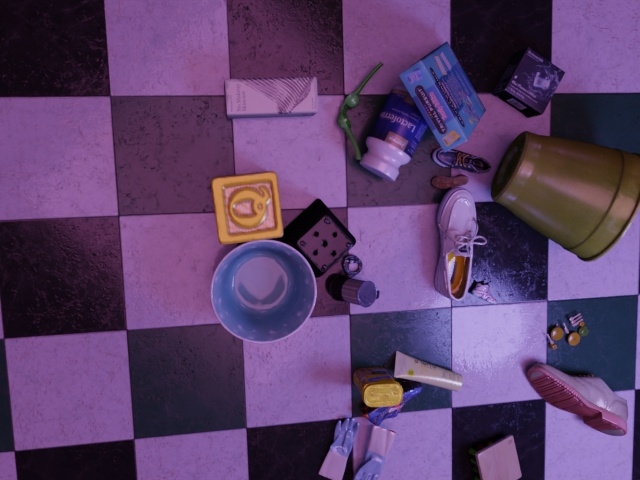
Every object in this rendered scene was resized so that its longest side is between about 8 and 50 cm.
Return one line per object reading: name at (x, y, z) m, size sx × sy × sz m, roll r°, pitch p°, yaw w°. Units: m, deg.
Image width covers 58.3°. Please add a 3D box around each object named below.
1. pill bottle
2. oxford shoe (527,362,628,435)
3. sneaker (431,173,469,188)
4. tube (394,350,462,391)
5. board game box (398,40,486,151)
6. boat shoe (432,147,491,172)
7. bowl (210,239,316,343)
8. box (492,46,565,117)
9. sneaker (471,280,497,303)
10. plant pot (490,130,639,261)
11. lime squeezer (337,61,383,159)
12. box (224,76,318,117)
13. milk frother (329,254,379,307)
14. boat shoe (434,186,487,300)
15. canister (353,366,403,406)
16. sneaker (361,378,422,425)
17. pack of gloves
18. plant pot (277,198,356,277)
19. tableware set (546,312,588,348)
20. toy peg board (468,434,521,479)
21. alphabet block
pill bottle at (0.233, -0.327, 1.771) m, size 0.153 × 0.153 × 0.265 m, roll 26°, pitch 92°, yaw -11°
oxford shoe at (0.901, 0.526, 2.010) m, size 0.397 × 0.140 × 0.147 m, roll 34°, pitch 59°, yaw -7°
sneaker at (0.428, -0.194, 1.880) m, size 0.118 × 0.067 × 0.042 m, roll 0°, pitch 100°, yaw 21°
tube at (0.358, 0.446, 1.922) m, size 0.240 × 0.070 × 0.062 m, roll 19°, pitch 103°, yaw -10°
board game box at (0.372, -0.435, 1.705) m, size 0.079 × 0.336 × 0.254 m, roll -27°, pitch 102°, yaw 34°
boat shoe at (0.458, -0.260, 1.851) m, size 0.183 × 0.083 × 0.065 m, roll 13°, pitch 94°, yaw -11°
bowl at (-0.177, 0.140, 1.747) m, size 0.311 × 0.163 × 0.312 m, roll -1°, pitch 98°, yaw -10°
box at (0.672, -0.509, 1.856) m, size 0.155 × 0.093 × 0.158 m, roll 29°, pitch 90°, yaw -11°
sneaker at (0.567, 0.170, 1.939) m, size 0.098 × 0.038 × 0.069 m, roll 25°, pitch 92°, yaw -12°
plant pot at (0.745, -0.169, 1.798) m, size 0.352 × 0.366 × 0.367 m, roll 23°, pitch 92°, yaw 0°
lime squeezer at (0.108, -0.406, 1.770) m, size 0.058 × 0.109 × 0.311 m, roll 17°, pitch 85°, yaw -45°
box at (-0.149, -0.429, 1.725) m, size 0.274 × 0.094 × 0.113 m, roll -5°, pitch 97°, yaw -9°
milk frother at (0.116, 0.126, 1.809) m, size 0.129 × 0.134 × 0.143 m, roll -13°, pitch 103°, yaw -39°
boat shoe at (0.444, 0.019, 1.828) m, size 0.135 × 0.156 × 0.367 m, roll 5°, pitch 101°, yaw -12°
canister at (0.179, 0.465, 1.840) m, size 0.126 × 0.170 × 0.074 m, roll -1°, pitch 96°, yaw -10°
sneaker at (0.244, 0.538, 1.914) m, size 0.221 × 0.083 × 0.087 m, roll -29°, pitch 113°, yaw 0°
pack of gloves at (0.123, 0.707, 1.925) m, size 0.195 × 0.046 × 0.232 m, roll 20°, pitch 98°, yaw 3°
plant pot at (0.000, 0.000, 1.761) m, size 0.187 × 0.167 × 0.188 m, roll -43°, pitch 100°, yaw -3°
tableware set at (0.867, 0.328, 2.017) m, size 0.154 × 0.024 × 0.104 m, roll -32°, pitch 104°, yaw -6°
toy peg board at (0.601, 0.772, 2.003) m, size 0.160 × 0.079 × 0.161 m, roll -18°, pitch 100°, yaw -23°
alphabet block at (-0.219, -0.102, 1.697) m, size 0.192 × 0.197 × 0.194 m, roll -9°, pitch 98°, yaw -8°
